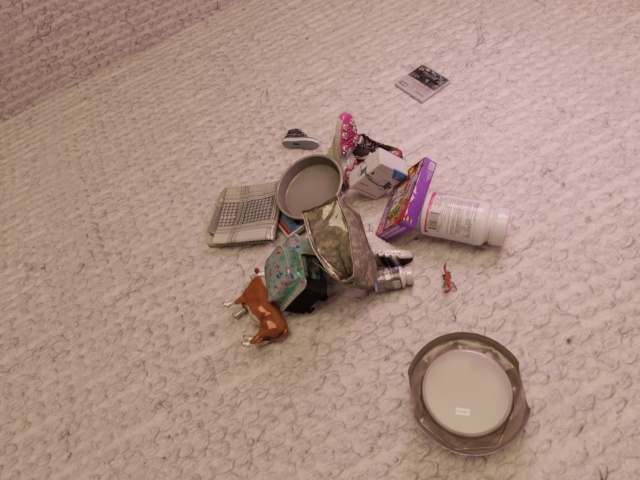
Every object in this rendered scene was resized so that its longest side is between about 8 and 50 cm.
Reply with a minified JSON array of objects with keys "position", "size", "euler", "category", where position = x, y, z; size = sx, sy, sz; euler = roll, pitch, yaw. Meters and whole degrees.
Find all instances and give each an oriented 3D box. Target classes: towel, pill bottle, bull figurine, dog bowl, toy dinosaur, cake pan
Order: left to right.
[{"position":[-0.314,-0.117,1.980],"size":[0.324,0.056,0.312],"euler":[-5,57,22],"category":"towel"},{"position":[-0.234,0.244,1.720],"size":[0.188,0.101,0.310],"euler":[-33,53,-1],"category":"bull figurine"},{"position":[-0.039,-0.207,1.892],"size":[0.293,0.054,0.293],"euler":[-12,62,23],"category":"cake pan"},{"position":[0.254,0.133,1.661],"size":[0.137,0.078,0.078],"euler":[-12,56,8],"category":"pill bottle"},{"position":[0.428,0.138,1.618],"size":[0.047,0.090,0.082],"euler":[-22,22,20],"category":"toy dinosaur"},{"position":[0.506,-0.071,1.667],"size":[0.283,0.160,0.160],"euler":[13,63,21],"category":"pill bottle"},{"position":[0.428,0.450,1.394],"size":[0.349,0.102,0.348],"euler":[-8,56,12],"category":"dog bowl"}]

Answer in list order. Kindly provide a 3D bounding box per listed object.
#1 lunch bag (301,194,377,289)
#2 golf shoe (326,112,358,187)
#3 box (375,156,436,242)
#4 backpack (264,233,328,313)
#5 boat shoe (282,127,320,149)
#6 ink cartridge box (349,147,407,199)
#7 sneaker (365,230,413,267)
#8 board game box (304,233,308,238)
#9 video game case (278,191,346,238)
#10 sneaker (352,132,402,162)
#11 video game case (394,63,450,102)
[{"position":[0.074,0.033,1.577],"size":[0.169,0.235,0.287],"euler":[-24,69,17],"category":"lunch bag"},{"position":[0.074,-0.364,1.910],"size":[0.140,0.306,0.115],"euler":[22,37,36],"category":"golf shoe"},{"position":[0.313,-0.147,1.757],"size":[0.057,0.201,0.293],"euler":[30,64,-12],"category":"box"},{"position":[-0.089,0.109,1.685],"size":[0.191,0.225,0.253],"euler":[16,48,-25],"category":"backpack"},{"position":[-0.081,-0.465,2.149],"size":[0.183,0.065,0.083],"euler":[8,62,21],"category":"boat shoe"},{"position":[0.220,-0.253,1.829],"size":[0.191,0.140,0.082],"euler":[-37,43,45],"category":"ink cartridge box"},{"position":[0.194,0.024,1.726],"size":[0.292,0.110,0.118],"euler":[9,66,20],"category":"sneaker"},{"position":[0.000,0.000,1.849],"size":[0.124,0.039,0.259],"euler":[24,70,29],"category":"board game box"},{"position":[-0.062,-0.149,1.943],"size":[0.285,0.025,0.204],"euler":[-36,50,-4],"category":"video game case"},{"position":[0.201,-0.375,1.969],"size":[0.276,0.135,0.097],"euler":[8,59,19],"category":"sneaker"},{"position":[0.468,-0.725,2.185],"size":[0.173,0.022,0.190],"euler":[-37,55,-8],"category":"video game case"}]
